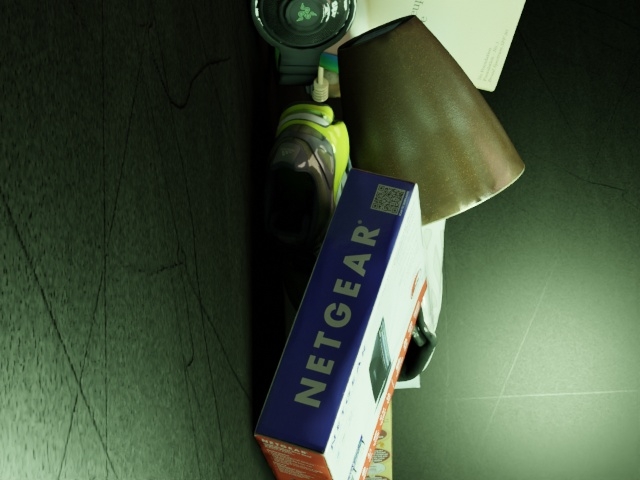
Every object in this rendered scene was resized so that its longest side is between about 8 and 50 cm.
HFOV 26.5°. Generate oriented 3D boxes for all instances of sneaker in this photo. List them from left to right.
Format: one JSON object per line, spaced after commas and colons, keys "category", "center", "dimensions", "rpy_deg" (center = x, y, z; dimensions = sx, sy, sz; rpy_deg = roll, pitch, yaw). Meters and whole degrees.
{"category": "sneaker", "center": [-0.025, -0.015, 1.662], "dimensions": [0.121, 0.111, 0.300], "rpy_deg": [-58, 147, -50]}
{"category": "sneaker", "center": [0.122, -0.003, 1.899], "dimensions": [0.257, 0.169, 0.447], "rpy_deg": [-93, 179, -63]}

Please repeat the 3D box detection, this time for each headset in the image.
{"category": "headset", "center": [0.004, -0.354, 1.675], "dimensions": [0.394, 0.185, 0.243], "rpy_deg": [101, -12, -64]}

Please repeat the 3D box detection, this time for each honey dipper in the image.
{"category": "honey dipper", "center": [-0.001, -0.302, 2.359], "dimensions": [0.160, 0.030, 0.030], "rpy_deg": [90, -1, -57]}

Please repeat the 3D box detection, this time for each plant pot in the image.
{"category": "plant pot", "center": [0.114, -0.157, 1.710], "dimensions": [0.215, 0.215, 0.230], "rpy_deg": [-76, 143, -74]}

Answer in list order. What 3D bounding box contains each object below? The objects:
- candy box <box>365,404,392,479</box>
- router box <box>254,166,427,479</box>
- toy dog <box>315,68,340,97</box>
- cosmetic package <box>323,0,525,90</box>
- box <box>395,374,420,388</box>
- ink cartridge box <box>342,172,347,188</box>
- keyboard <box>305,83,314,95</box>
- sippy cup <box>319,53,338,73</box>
{"category": "candy box", "center": [0.091, 0.308, 2.568], "dimensions": [0.183, 0.087, 0.316], "rpy_deg": [-89, 177, -48]}
{"category": "router box", "center": [0.035, 0.133, 1.594], "dimensions": [0.301, 0.082, 0.335], "rpy_deg": [75, 32, -64]}
{"category": "toy dog", "center": [0.099, -0.361, 2.587], "dimensions": [0.408, 0.285, 0.395], "rpy_deg": [-63, 166, -78]}
{"category": "cosmetic package", "center": [0.121, -0.325, 1.930], "dimensions": [0.113, 0.309, 0.160], "rpy_deg": [41, -61, 56]}
{"category": "box", "center": [0.075, 0.133, 2.204], "dimensions": [0.044, 0.159, 0.233], "rpy_deg": [-78, 164, -66]}
{"category": "ink cartridge box", "center": [0.035, -0.120, 2.259], "dimensions": [0.150, 0.109, 0.063], "rpy_deg": [-83, 169, -66]}
{"category": "keyboard", "center": [-0.022, -0.348, 2.309], "dimensions": [0.108, 0.023, 0.180], "rpy_deg": [75, 11, -63]}
{"category": "sippy cup", "center": [0.069, -0.414, 2.120], "dimensions": [0.305, 0.240, 0.224], "rpy_deg": [77, 12, -54]}
